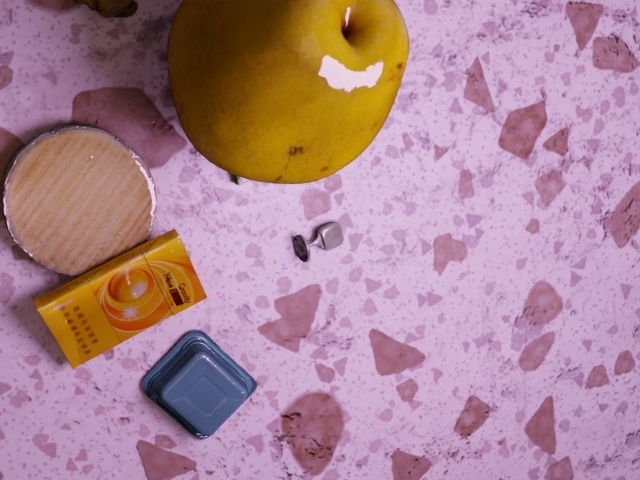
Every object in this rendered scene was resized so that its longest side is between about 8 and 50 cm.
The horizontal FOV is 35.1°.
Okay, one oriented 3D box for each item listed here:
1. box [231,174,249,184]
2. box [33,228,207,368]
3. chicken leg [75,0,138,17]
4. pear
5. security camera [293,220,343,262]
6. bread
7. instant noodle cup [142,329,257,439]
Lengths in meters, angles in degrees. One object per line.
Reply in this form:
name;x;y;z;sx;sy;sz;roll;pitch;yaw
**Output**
box;-0.128;-0.230;1.800;0.132;0.034;0.235;-23;106;-14
box;-0.344;0.101;1.764;0.269;0.043;0.152;-28;129;-13
chicken leg;-0.358;-0.574;1.607;0.201;0.152;0.430;-2;94;-31
pear;-0.060;-0.269;1.582;0.362;0.418;0.363;7;78;-33
security camera;0.000;0.000;1.889;0.092;0.058;0.058;-20;107;-27
bread;-0.410;-0.068;1.730;0.266;0.040;0.267;-4;102;-18
instant noodle cup;-0.217;0.273;1.852;0.157;0.070;0.179;-46;112;-4
